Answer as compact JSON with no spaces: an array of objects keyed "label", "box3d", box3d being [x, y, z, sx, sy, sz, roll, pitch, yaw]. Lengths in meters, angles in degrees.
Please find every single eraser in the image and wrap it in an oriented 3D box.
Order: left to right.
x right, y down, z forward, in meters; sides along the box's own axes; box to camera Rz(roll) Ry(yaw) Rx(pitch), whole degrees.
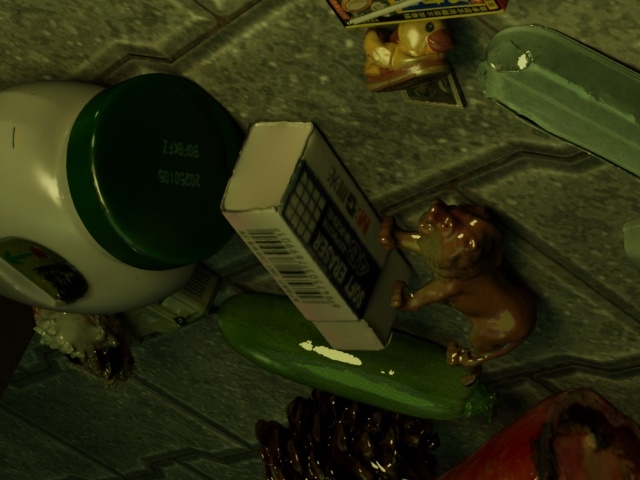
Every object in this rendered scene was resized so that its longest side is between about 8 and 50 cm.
[{"label":"eraser","box3d":[0.000,0.000,1.759,0.086,0.130,0.287,0,144,31]}]

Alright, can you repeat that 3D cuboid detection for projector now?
[{"label":"projector","box3d":[-0.278,0.067,2.141,0.193,0.088,0.269,32,152,-22]}]

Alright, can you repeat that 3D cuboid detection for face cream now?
[{"label":"face cream","box3d":[-0.270,-0.049,1.776,0.357,0.219,0.312,-15,131,46]}]

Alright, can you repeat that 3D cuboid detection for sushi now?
[{"label":"sushi","box3d":[-0.303,0.128,2.066,0.097,0.103,0.226,-13,143,24]}]

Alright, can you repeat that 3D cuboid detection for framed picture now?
[{"label":"framed picture","box3d":[0.100,-0.160,1.519,0.066,0.007,0.089,9,150,26]}]

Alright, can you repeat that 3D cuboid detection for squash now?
[{"label":"squash","box3d":[0.041,0.152,2.028,0.395,0.107,0.107,18,153,13]}]

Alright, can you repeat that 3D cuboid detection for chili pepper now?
[{"label":"chili pepper","box3d":[0.266,0.353,1.993,0.229,0.251,0.305,34,129,-13]}]

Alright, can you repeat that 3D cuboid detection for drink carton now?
[{"label":"drink carton","box3d":[0.080,-0.228,1.357,0.165,0.056,0.071,0,148,37]}]

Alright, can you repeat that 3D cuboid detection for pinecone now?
[{"label":"pinecone","box3d":[0.034,0.300,2.191,0.272,0.224,0.224,-32,124,31]}]

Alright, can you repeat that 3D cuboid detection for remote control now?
[{"label":"remote control","box3d":[0.260,-0.116,1.429,0.247,0.052,0.104,26,152,-1]}]

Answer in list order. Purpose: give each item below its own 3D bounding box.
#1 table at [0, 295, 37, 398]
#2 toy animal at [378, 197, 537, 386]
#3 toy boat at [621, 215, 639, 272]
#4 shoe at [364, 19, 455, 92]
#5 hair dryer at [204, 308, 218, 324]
[{"label":"table","box3d":[-0.541,0.084,2.163,0.196,0.282,0.250,6,149,30]},{"label":"toy animal","box3d":[0.169,0.052,1.765,0.157,0.097,0.312,-5,144,33]},{"label":"toy boat","box3d":[0.407,-0.027,1.458,0.260,0.085,0.078,-15,136,36]},{"label":"shoe","box3d":[0.074,-0.175,1.443,0.072,0.069,0.109,-9,173,-18]},{"label":"hair dryer","box3d":[-0.130,0.109,2.167,0.114,0.037,0.063,20,152,22]}]
